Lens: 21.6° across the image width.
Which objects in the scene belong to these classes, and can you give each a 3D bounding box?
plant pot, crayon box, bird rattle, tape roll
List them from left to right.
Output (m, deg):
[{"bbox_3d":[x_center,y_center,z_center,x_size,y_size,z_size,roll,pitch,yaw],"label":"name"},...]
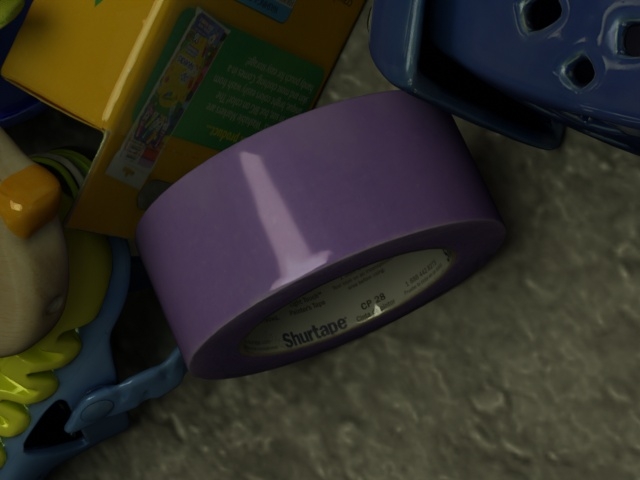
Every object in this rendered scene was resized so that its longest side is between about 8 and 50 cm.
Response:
[{"bbox_3d":[-0.217,-0.018,0.864,0.207,0.143,0.253,38,133,19],"label":"bird rattle"},{"bbox_3d":[-0.051,-0.157,0.939,0.083,0.203,0.323,28,96,24],"label":"crayon box"},{"bbox_3d":[0.000,0.000,0.909,0.189,0.189,0.080,-30,73,19],"label":"tape roll"},{"bbox_3d":[0.160,-0.153,0.836,0.212,0.236,0.236,8,88,31],"label":"plant pot"}]

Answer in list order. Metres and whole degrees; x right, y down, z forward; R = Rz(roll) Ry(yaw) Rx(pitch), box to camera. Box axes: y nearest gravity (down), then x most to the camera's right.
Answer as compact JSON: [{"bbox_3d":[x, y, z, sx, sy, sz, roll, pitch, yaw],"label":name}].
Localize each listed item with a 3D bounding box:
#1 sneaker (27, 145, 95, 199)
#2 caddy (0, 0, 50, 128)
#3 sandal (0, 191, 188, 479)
[{"bbox_3d":[-0.273,0.035,1.064,0.300,0.121,0.111,-39,71,16],"label":"sneaker"},{"bbox_3d":[-0.248,-0.182,1.044,0.341,0.179,0.241,-12,64,33],"label":"caddy"},{"bbox_3d":[-0.173,0.105,1.012,0.317,0.138,0.126,-49,48,33],"label":"sandal"}]
